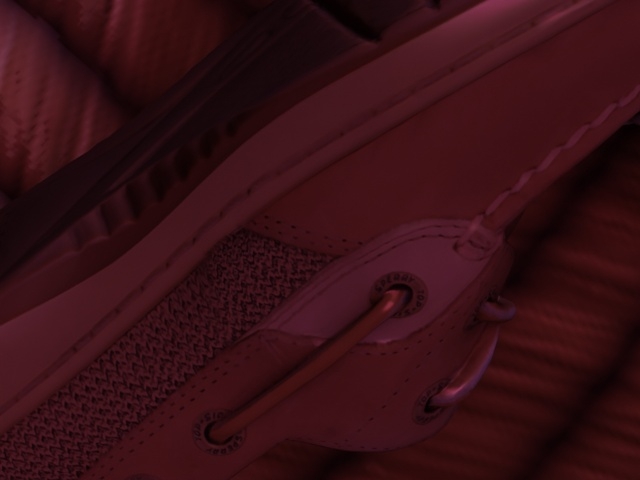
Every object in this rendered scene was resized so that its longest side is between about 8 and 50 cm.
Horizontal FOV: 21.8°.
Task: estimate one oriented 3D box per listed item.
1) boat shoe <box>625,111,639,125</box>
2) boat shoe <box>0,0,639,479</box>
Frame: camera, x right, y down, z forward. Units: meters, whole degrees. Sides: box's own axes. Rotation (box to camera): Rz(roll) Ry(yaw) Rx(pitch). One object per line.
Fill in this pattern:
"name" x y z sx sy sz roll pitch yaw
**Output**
"boat shoe" 0.113 -0.083 0.526 0.102 0.108 0.301 -33 98 15
"boat shoe" 0.000 0.000 0.476 0.341 0.122 0.110 -33 109 17
